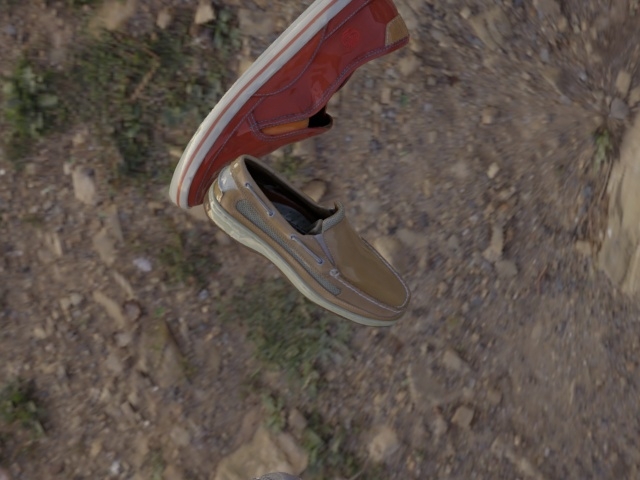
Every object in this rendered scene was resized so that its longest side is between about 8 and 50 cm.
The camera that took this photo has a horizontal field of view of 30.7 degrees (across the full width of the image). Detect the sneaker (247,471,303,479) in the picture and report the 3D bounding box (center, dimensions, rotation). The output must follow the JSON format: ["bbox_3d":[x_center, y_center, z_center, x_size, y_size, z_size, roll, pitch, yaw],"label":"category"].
[{"bbox_3d":[-0.145,0.304,1.192,0.281,0.105,0.115,-25,126,11],"label":"sneaker"}]

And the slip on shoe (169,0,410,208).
[{"bbox_3d":[-0.040,-0.135,1.193,0.101,0.123,0.331,45,115,-6],"label":"slip on shoe"}]

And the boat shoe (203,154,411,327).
[{"bbox_3d":[0.000,0.000,0.921,0.190,0.068,0.072,32,133,-12],"label":"boat shoe"}]
